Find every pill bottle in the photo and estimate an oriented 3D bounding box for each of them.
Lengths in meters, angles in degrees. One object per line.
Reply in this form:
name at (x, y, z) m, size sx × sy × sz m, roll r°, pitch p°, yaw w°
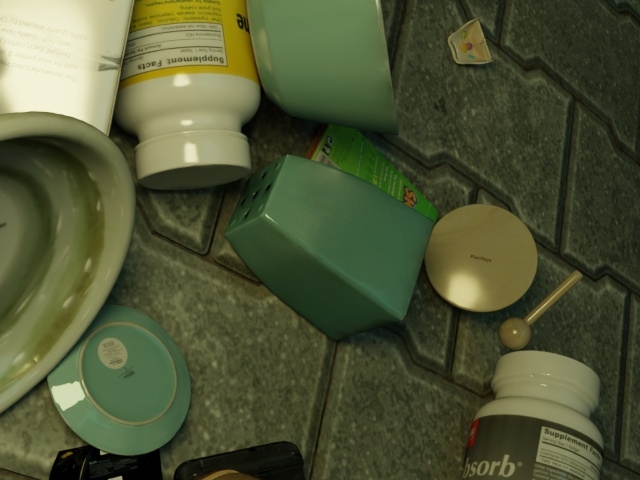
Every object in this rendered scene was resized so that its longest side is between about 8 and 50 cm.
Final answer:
pill bottle at (0.323, 0.371, 1.478) m, size 0.210 × 0.210 × 0.363 m, roll 36°, pitch 57°, yaw -31°
pill bottle at (-0.175, -0.240, 1.192) m, size 0.188 × 0.188 × 0.333 m, roll -1°, pitch 81°, yaw -43°

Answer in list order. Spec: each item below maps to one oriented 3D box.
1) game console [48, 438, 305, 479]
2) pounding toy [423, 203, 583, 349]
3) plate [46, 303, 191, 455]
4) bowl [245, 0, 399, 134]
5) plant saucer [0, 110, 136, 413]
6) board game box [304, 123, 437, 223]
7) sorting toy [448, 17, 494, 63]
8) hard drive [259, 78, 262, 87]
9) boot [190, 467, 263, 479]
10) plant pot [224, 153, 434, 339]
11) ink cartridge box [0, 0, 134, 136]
game console at (-0.155, 0.337, 1.167) m, size 0.361 × 0.044 × 0.213 m, roll -1°, pitch 82°, yaw -42°
pounding toy at (0.283, 0.057, 1.580) m, size 0.237 × 0.110 × 0.183 m, roll 40°, pitch 82°, yaw 15°
plate at (-0.229, 0.158, 1.123) m, size 0.188 × 0.024 × 0.188 m, roll 22°, pitch 52°, yaw -31°
bowl at (0.001, -0.277, 1.212) m, size 0.311 × 0.163 × 0.311 m, roll -7°, pitch 90°, yaw -85°
plant saucer at (-0.356, 0.033, 0.907) m, size 0.100 × 0.400 × 0.400 m, roll 38°, pitch 44°, yaw 22°
board game box at (0.081, -0.073, 1.487) m, size 0.259 × 0.039 × 0.124 m, roll 40°, pitch 56°, yaw -25°
sorting toy at (0.263, -0.350, 1.721) m, size 0.075 × 0.045 × 0.083 m, roll -23°, pitch 96°, yaw -36°
hard drive at (-0.091, -0.401, 1.394) m, size 0.237 × 0.064 × 0.339 m, roll -28°, pitch 100°, yaw -42°
boot at (-0.167, 0.348, 1.048) m, size 0.305 × 0.115 × 0.112 m, roll -31°, pitch 104°, yaw -40°
plant pot at (0.000, 0.000, 1.316) m, size 0.234 × 0.165 × 0.165 m, roll 33°, pitch 59°, yaw -23°
ink cartridge box at (-0.314, -0.223, 1.025) m, size 0.207 × 0.117 × 0.283 m, roll 11°, pitch 85°, yaw -13°
